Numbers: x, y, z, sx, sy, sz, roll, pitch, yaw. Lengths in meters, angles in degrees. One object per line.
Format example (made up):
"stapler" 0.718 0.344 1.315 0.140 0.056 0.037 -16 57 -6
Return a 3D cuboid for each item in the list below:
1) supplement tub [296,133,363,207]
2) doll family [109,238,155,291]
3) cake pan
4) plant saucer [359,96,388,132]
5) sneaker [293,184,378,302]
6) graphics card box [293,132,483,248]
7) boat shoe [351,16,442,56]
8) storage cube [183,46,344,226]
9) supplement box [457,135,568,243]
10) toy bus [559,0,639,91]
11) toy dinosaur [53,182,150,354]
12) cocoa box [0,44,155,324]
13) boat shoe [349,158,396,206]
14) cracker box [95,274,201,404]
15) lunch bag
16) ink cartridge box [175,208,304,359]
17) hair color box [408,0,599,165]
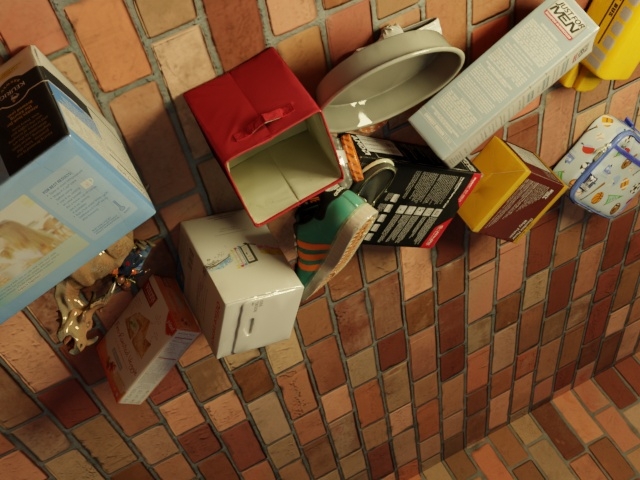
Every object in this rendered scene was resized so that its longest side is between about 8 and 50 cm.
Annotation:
"supplement tub" -0.021 -0.130 1.602 0.190 0.117 0.117 -18 145 7
"doll family" -0.392 0.046 1.594 0.193 0.076 0.111 16 103 -41
"cake pan" 0.114 -0.285 1.514 0.293 0.054 0.293 -23 169 -5
"plant saucer" 0.105 -0.252 1.681 0.083 0.013 0.083 -22 143 -17
"sneaker" 0.000 0.000 1.607 0.108 0.121 0.302 -37 166 -42
"graphics card box" 0.150 -0.098 1.827 0.371 0.094 0.233 2 132 -39
"boat shoe" 0.139 -0.365 1.539 0.184 0.066 0.063 -15 117 -10
"storage cube" -0.097 -0.177 1.460 0.183 0.193 0.215 -30 145 -5
"supplement box" 0.439 -0.115 1.998 0.194 0.129 0.191 12 125 -45
"toy bus" 0.621 -0.449 1.743 0.108 0.130 0.333 -7 137 -31
"toy dinosaur" -0.389 0.029 1.462 0.296 0.127 0.200 -48 126 -14
"cocoa box" -0.473 -0.067 1.268 0.347 0.228 0.231 -35 144 3
"boat shoe" 0.077 -0.061 1.676 0.084 0.079 0.233 20 118 -43
"cracker box" -0.359 0.206 1.740 0.067 0.156 0.232 17 121 -47
"lunch bag" 0.740 -0.190 2.161 0.303 0.115 0.243 17 119 -48
"ink cartridge box" -0.166 0.082 1.676 0.168 0.233 0.171 -13 140 -26
"hair color box" 0.360 -0.310 1.669 0.374 0.113 0.185 -40 171 10
